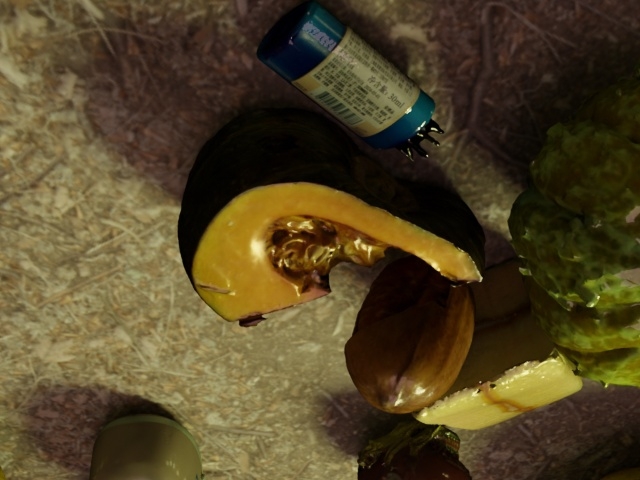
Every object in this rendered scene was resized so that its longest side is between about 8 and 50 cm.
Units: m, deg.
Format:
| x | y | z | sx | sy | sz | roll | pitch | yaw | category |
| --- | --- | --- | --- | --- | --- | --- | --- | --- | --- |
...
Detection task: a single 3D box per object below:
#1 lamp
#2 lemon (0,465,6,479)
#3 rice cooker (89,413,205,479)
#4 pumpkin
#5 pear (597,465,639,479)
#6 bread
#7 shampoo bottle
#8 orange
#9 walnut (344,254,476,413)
| x | y | z | sx | sy | sz | roll | pitch | yaw | category |
| --- | --- | --- | --- | --- | --- | --- | --- | --- | --- |
| 0.129 | 0.301 | 1.040 | 0.156 | 0.135 | 0.157 | 23 | 158 | 16 | lamp |
| -0.501 | 0.316 | 0.949 | 0.267 | 0.267 | 0.267 | -1 | 128 | -1 | lemon |
| -0.222 | 0.317 | 1.036 | 0.145 | 0.127 | 0.206 | -2 | 120 | 1 | rice cooker |
| 0.000 | 0.001 | 0.789 | 0.281 | 0.139 | 0.190 | 27 | 118 | -18 | pumpkin |
| 0.489 | 0.483 | 1.039 | 0.418 | 0.362 | 0.362 | 32 | 123 | 2 | pear |
| 0.216 | 0.173 | 0.918 | 0.168 | 0.163 | 0.264 | -27 | 125 | 17 | bread |
| 0.036 | -0.136 | 0.732 | 0.183 | 0.050 | 0.087 | 34 | 147 | -25 | shampoo bottle |
| 0.307 | -0.009 | 0.740 | 0.301 | 0.223 | 0.300 | 32 | 98 | -23 | orange |
| 0.093 | 0.083 | 0.801 | 0.116 | 0.207 | 0.115 | 16 | 134 | 18 | walnut |
